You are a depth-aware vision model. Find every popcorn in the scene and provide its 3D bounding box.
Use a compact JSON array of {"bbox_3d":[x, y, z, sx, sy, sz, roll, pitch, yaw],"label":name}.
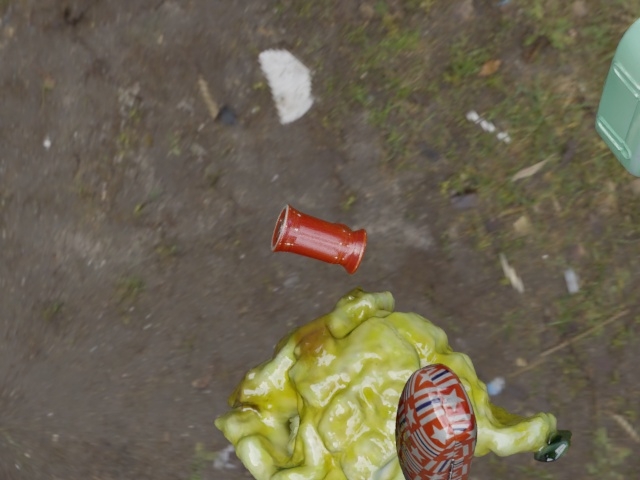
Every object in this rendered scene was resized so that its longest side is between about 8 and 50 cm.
[{"bbox_3d":[0.044,0.181,1.283,0.293,0.293,0.237,-34,95,-17],"label":"popcorn"}]

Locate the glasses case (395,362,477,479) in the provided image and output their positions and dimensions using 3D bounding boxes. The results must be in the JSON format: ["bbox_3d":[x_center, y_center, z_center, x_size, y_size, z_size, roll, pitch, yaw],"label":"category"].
[{"bbox_3d":[0.085,0.155,1.008,0.049,0.194,0.073,-19,63,-8],"label":"glasses case"}]

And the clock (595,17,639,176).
[{"bbox_3d":[0.284,-0.127,0.894,0.188,0.148,0.060,-27,64,-14],"label":"clock"}]

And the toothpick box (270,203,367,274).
[{"bbox_3d":[0.000,0.000,1.191,0.083,0.047,0.047,17,78,-12],"label":"toothpick box"}]
